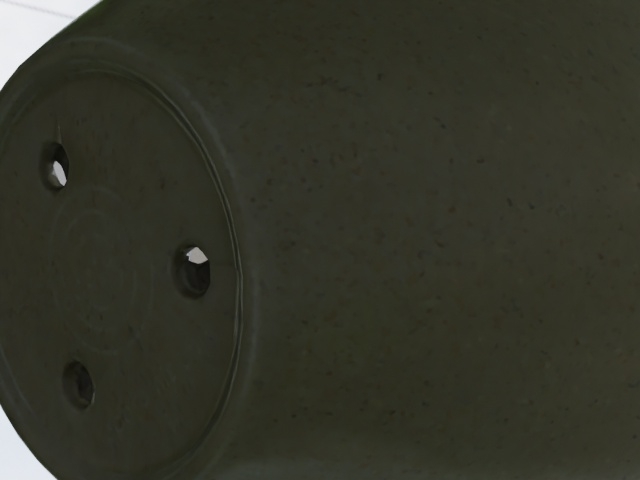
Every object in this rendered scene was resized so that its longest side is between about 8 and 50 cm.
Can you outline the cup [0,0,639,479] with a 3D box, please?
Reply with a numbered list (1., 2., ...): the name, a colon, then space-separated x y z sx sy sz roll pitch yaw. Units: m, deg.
1. cup: 0.000 0.000 0.524 0.331 0.237 0.331 6 -81 42
